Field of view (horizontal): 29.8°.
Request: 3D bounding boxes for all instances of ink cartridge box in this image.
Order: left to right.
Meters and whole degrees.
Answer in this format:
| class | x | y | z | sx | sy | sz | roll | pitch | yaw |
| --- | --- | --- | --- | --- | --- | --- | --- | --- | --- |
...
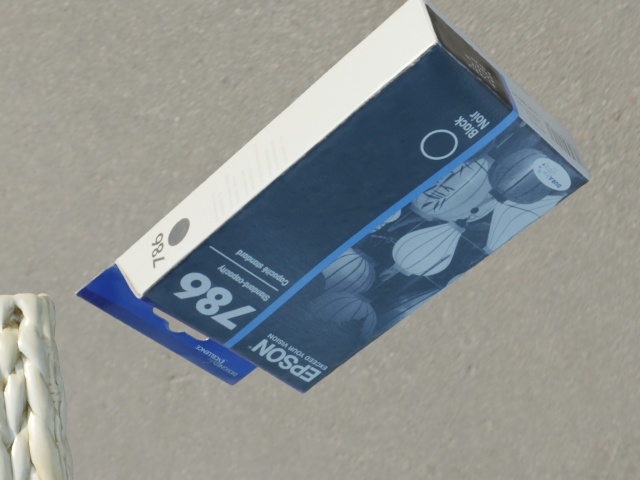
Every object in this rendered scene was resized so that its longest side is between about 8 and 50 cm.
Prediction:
| class | x | y | z | sx | sy | sz | roll | pitch | yaw |
| --- | --- | --- | --- | --- | --- | --- | --- | --- | --- |
| ink cartridge box | 0.000 | 0.000 | 0.817 | 0.332 | 0.065 | 0.165 | -39 | 127 | 24 |

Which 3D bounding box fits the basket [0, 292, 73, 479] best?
| class | x | y | z | sx | sy | sz | roll | pitch | yaw |
| --- | --- | --- | --- | --- | --- | --- | --- | --- | --- |
| basket | -0.290 | 0.228 | 0.770 | 0.328 | 0.266 | 0.331 | 119 | 141 | -64 |
